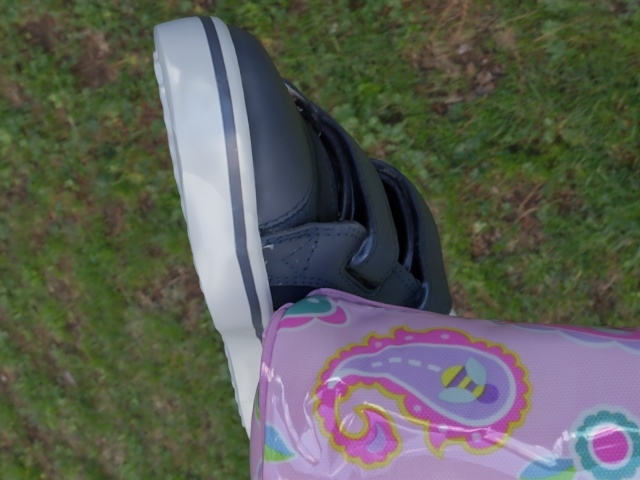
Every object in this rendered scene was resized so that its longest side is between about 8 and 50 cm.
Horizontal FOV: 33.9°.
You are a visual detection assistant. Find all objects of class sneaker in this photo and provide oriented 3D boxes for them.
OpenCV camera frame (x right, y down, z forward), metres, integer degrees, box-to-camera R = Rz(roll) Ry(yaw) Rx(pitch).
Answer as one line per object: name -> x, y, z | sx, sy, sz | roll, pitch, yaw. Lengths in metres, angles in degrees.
sneaker -> 0.000, 0.000, 0.522 | 0.321, 0.127, 0.126 | 83, 174, -62

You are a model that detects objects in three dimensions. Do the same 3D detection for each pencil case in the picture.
pencil case -> 0.114, 0.083, 0.419 | 0.284, 0.124, 0.124 | 2, 119, 3
